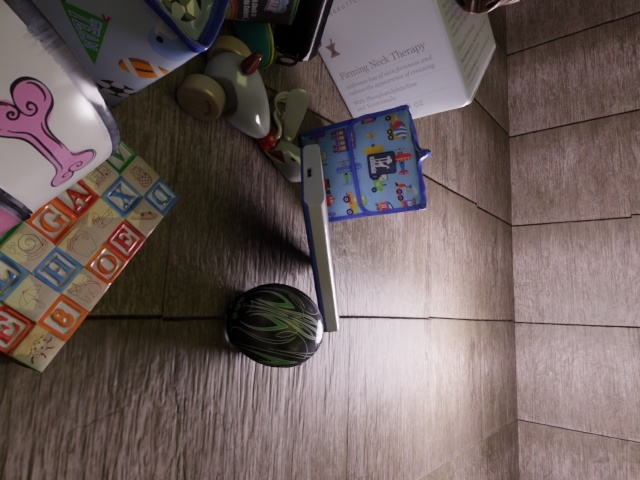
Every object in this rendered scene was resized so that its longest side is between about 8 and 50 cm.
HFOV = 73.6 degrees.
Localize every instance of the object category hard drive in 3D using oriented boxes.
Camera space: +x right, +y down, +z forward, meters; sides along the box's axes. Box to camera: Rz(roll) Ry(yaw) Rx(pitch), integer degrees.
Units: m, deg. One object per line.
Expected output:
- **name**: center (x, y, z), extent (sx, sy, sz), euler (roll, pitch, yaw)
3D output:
- **hard drive**: center (0.000, 0.000, 0.859), extent (0.210, 0.040, 0.319), euler (-94, 177, -51)

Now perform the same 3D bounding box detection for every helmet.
- **helmet**: center (-0.080, 0.160, 0.808), extent (0.169, 0.161, 0.169), euler (7, 81, -50)

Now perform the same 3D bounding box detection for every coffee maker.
- **coffee maker**: center (-0.028, -0.483, 0.899), extent (0.120, 0.178, 0.171), euler (7, 51, -15)

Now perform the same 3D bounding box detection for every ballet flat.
- **ballet flat**: center (-0.147, -0.471, 0.868), extent (0.231, 0.077, 0.077), euler (64, 27, -21)

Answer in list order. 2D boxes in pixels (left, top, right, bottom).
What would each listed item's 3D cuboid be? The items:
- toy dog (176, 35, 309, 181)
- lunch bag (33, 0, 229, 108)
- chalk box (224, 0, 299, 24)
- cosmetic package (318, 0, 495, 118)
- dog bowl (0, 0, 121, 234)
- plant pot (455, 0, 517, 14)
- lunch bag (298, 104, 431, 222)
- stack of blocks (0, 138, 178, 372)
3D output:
- **toy dog**: center (-0.099, -0.252, 0.828), extent (0.333, 0.161, 0.220), euler (17, 74, -48)
- **lunch bag**: center (-0.315, -0.357, 0.447), extent (0.385, 0.328, 0.239), euler (34, 62, -40)
- **chalk box**: center (-0.116, -0.496, 0.716), extent (0.289, 0.180, 0.179), euler (-3, 88, -13)
- **cosmetic package**: center (0.208, -0.559, 1.102), extent (0.394, 0.329, 0.327), euler (56, 49, -30)
- **dog bowl**: center (-0.375, -0.150, 0.318), extent (0.408, 0.408, 0.150), euler (45, 66, -38)
- **plant pot**: center (0.379, -0.586, 0.937), extent (0.165, 0.167, 0.167), euler (-45, 120, -35)
- **lunch bag**: center (0.116, -0.166, 0.977), extent (0.138, 0.293, 0.221), euler (-17, 99, -50)
- **stack of blocks**: center (-0.347, -0.007, 0.559), extent (0.171, 0.087, 0.297), euler (52, 50, -34)
